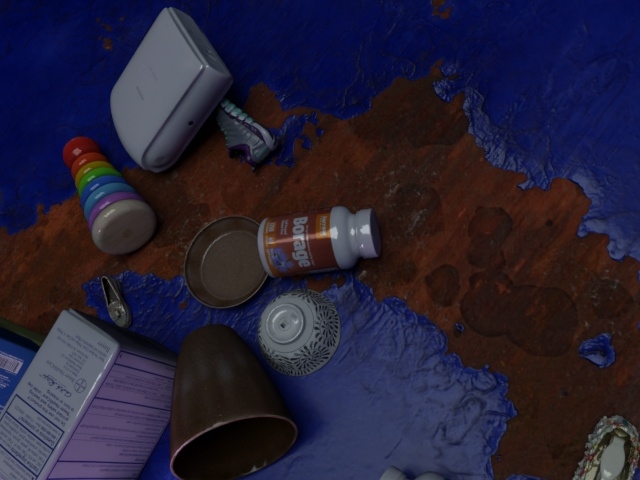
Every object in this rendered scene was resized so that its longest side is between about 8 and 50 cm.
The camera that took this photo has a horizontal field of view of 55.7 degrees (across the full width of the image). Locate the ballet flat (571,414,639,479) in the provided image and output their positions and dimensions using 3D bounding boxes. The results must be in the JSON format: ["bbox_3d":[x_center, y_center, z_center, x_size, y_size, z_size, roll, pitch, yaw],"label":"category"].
[{"bbox_3d":[0.408,0.373,0.894,0.091,0.077,0.241,15,77,22],"label":"ballet flat"}]

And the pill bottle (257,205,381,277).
[{"bbox_3d":[0.000,0.000,1.149,0.216,0.121,0.121,-9,68,16],"label":"pill bottle"}]

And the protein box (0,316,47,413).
[{"bbox_3d":[-0.636,0.263,1.154,0.201,0.199,0.136,-61,25,-4],"label":"protein box"}]

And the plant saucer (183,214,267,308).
[{"bbox_3d":[-0.185,0.046,1.244,0.198,0.036,0.199,-6,69,17],"label":"plant saucer"}]

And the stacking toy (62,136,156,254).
[{"bbox_3d":[-0.500,-0.120,1.370,0.141,0.141,0.330,-42,57,0],"label":"stacking toy"}]

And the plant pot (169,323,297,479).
[{"bbox_3d":[-0.175,0.270,1.079,0.215,0.215,0.230,-29,50,7],"label":"plant pot"}]

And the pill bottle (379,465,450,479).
[{"bbox_3d":[0.200,0.446,0.900,0.264,0.146,0.146,25,80,26],"label":"pill bottle"}]

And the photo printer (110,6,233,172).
[{"bbox_3d":[-0.352,-0.325,1.356,0.307,0.107,0.256,-47,57,24],"label":"photo printer"}]

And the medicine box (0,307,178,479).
[{"bbox_3d":[-0.406,0.306,1.095,0.149,0.263,0.289,25,79,26],"label":"medicine box"}]

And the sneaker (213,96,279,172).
[{"bbox_3d":[-0.197,-0.243,1.333,0.223,0.083,0.098,39,91,26],"label":"sneaker"}]

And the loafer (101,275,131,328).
[{"bbox_3d":[-0.443,0.132,1.298,0.045,0.039,0.125,-30,64,5],"label":"loafer"}]

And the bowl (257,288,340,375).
[{"bbox_3d":[-0.053,0.163,1.130,0.170,0.080,0.170,-6,70,17],"label":"bowl"}]
